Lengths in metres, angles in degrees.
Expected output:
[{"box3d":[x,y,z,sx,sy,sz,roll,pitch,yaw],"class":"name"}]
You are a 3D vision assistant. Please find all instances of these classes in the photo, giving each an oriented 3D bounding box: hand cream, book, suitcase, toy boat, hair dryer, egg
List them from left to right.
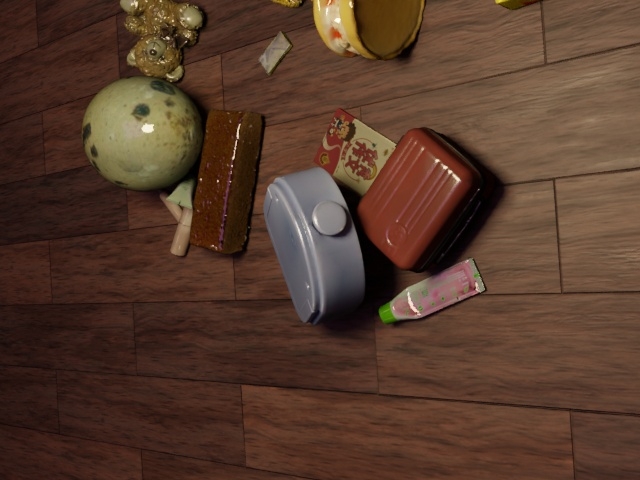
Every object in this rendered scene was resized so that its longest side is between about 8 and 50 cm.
[{"box3d":[-0.519,-0.318,2.186,0.428,0.345,0.344,-6,87,58],"class":"egg"},{"box3d":[-0.477,-0.084,2.357,0.220,0.054,0.195,33,111,34],"class":"hair dryer"},{"box3d":[-0.409,-0.146,2.222,0.078,0.205,0.050,22,112,-10],"class":"hand cream"},{"box3d":[-0.128,-0.529,2.088,0.115,0.016,0.063,-45,64,30],"class":"toy boat"},{"box3d":[0.092,-0.222,1.916,0.232,0.022,0.162,39,114,32],"class":"book"},{"box3d":[0.237,-0.092,1.714,0.236,0.161,0.297,47,118,28],"class":"suitcase"},{"box3d":[0.263,0.130,1.781,0.275,0.050,0.079,-28,99,30],"class":"hand cream"}]

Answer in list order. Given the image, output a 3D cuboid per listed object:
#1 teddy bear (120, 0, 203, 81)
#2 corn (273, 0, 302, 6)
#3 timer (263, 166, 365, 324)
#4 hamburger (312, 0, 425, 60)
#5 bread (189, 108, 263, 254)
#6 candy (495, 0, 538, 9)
[{"box3d":[-0.500,-0.629,2.299,0.267,0.156,0.256,20,101,6],"class":"teddy bear"},{"box3d":[-0.132,-0.705,2.048,0.238,0.080,0.080,33,111,36],"class":"corn"},{"box3d":[0.000,0.000,1.821,0.395,0.173,0.394,165,90,-75],"class":"timer"},{"box3d":[0.107,-0.584,1.757,0.186,0.261,0.302,22,87,40],"class":"hamburger"},{"box3d":[-0.275,-0.174,2.156,0.165,0.113,0.416,16,100,37],"class":"bread"},{"box3d":[0.496,-0.595,1.541,0.276,0.088,0.146,-11,85,38],"class":"candy"}]
